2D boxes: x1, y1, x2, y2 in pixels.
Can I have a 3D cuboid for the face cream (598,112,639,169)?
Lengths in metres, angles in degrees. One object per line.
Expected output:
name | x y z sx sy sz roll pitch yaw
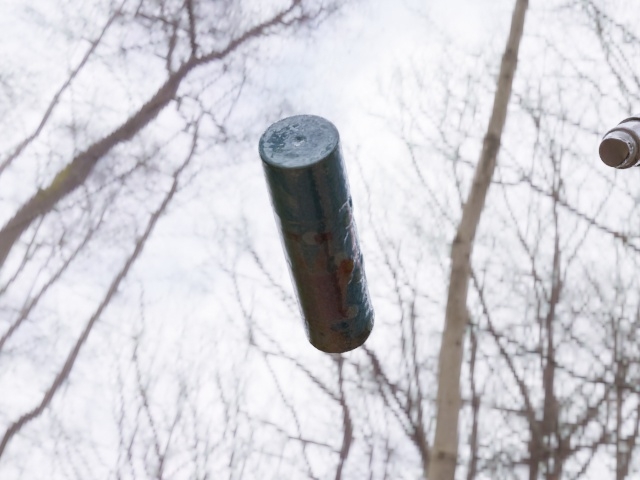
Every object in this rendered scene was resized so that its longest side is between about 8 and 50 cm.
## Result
face cream | 0.213 -0.067 0.891 0.034 0.130 0.034 8 -75 30

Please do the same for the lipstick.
lipstick | 0.000 0.000 0.802 0.048 0.048 0.158 0 -44 13
